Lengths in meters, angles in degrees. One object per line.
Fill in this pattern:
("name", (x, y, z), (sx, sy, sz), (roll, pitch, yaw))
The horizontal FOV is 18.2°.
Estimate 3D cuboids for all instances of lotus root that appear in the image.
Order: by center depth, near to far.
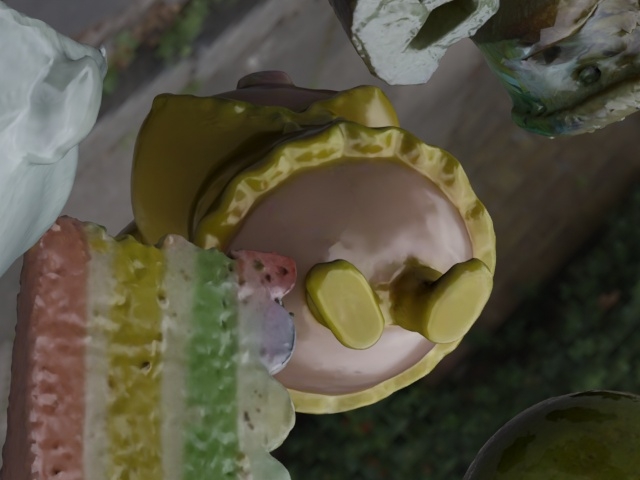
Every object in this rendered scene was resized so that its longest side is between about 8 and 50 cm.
("lotus root", (0.081, -0.217, 1.225), (0.235, 0.119, 0.138), (-45, 147, 18))

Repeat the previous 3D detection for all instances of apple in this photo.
("apple", (0.169, 0.183, 1.130), (0.196, 0.196, 0.157), (-51, 153, 19))

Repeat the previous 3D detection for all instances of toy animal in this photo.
("toy animal", (-0.005, 0.000, 0.903), (0.156, 0.156, 0.230), (-46, -158, -3))

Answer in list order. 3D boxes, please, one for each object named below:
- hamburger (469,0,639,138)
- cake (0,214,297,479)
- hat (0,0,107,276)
("hamburger", (0.232, -0.197, 1.731), (0.288, 0.168, 0.192), (-9, -124, 58))
("cake", (-0.064, 0.108, 0.759), (0.090, 0.109, 0.225), (-162, -103, -71))
("hat", (-0.201, 0.015, 0.461), (0.301, 0.168, 0.258), (-43, 166, 9))
